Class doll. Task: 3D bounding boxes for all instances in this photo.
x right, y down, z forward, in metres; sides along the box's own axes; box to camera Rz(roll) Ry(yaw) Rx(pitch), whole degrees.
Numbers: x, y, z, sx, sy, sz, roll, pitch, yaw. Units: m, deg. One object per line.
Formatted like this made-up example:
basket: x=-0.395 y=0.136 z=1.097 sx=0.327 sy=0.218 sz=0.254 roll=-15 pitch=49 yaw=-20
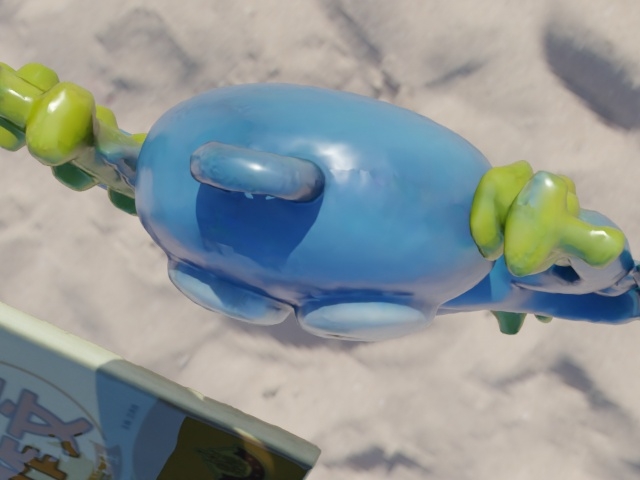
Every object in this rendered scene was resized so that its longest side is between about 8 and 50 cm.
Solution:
doll: x=0.000 y=0.000 z=0.817 sx=0.346 sy=0.341 sz=0.098 roll=16 pitch=82 yaw=17

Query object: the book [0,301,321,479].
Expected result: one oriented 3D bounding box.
book: x=-0.167 y=0.127 z=1.192 sx=0.295 sy=0.020 sz=0.208 roll=25 pitch=138 yaw=-4
